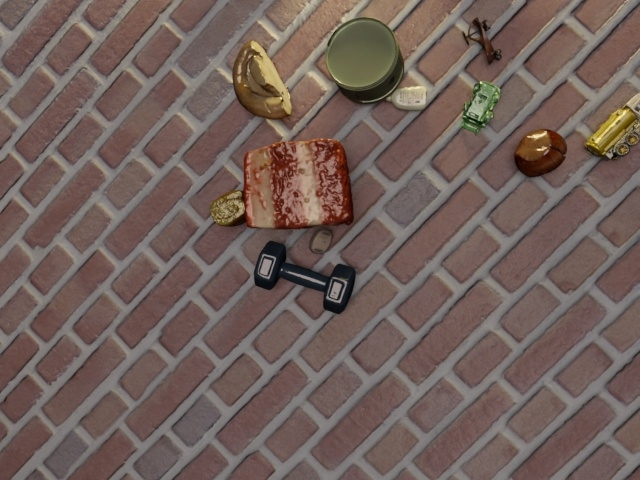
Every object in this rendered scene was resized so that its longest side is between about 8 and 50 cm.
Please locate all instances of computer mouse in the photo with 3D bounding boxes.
[{"bbox_3d":[-0.001,-0.001,1.915,0.066,0.039,0.096,14,115,-24],"label":"computer mouse"}]

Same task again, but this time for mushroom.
[{"bbox_3d":[-0.204,-0.490,1.893,0.151,0.156,0.285,-30,75,19],"label":"mushroom"}]

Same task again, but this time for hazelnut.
[{"bbox_3d":[0.669,-0.263,1.789,0.143,0.143,0.154,45,104,4],"label":"hazelnut"}]

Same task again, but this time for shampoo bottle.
[{"bbox_3d":[0.258,-0.452,1.875,0.152,0.045,0.077,0,91,6],"label":"shampoo bottle"}]

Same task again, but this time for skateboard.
[{"bbox_3d":[0.502,-0.619,1.837,0.080,0.067,0.151,-25,83,18],"label":"skateboard"}]

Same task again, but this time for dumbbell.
[{"bbox_3d":[-0.050,0.117,1.885,0.316,0.156,0.143,18,64,7],"label":"dumbbell"}]

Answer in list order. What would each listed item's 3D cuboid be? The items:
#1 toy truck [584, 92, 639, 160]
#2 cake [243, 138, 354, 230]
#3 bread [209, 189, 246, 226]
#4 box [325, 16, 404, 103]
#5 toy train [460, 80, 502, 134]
[{"bbox_3d":[0.911,-0.337,1.764,0.114,0.098,0.227,44,98,10],"label":"toy truck"},{"bbox_3d":[-0.068,-0.165,1.814,0.319,0.269,0.270,-6,91,7],"label":"cake"},{"bbox_3d":[-0.274,-0.101,1.892,0.132,0.172,0.103,-29,90,6],"label":"bread"},{"bbox_3d":[0.137,-0.552,1.818,0.226,0.149,0.226,-2,84,16],"label":"box"},{"bbox_3d":[0.497,-0.414,1.832,0.099,0.081,0.149,25,89,7],"label":"toy train"}]
